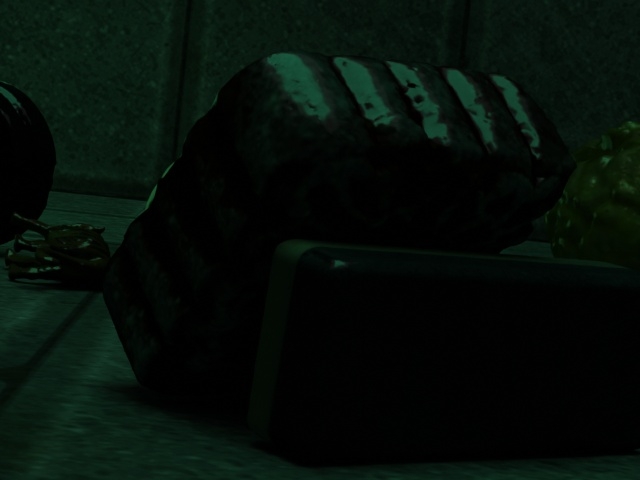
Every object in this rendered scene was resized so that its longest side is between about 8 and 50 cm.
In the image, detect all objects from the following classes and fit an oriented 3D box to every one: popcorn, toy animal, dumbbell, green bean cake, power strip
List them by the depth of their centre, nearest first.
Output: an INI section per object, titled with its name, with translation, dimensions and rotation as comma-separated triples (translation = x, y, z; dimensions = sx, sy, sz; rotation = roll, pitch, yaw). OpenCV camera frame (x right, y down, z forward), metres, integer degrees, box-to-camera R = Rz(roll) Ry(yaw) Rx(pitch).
[power strip]
translation = 0.084, 0.061, 0.886
dimensions = 0.257, 0.105, 0.070
rotation = 5, 10, -35
[green bean cake]
translation = 0.000, 0.000, 0.935
dimensions = 0.199, 0.232, 0.097
rotation = 5, 47, -40
[popcorn]
translation = 0.326, -0.007, 1.504
dimensions = 0.259, 0.212, 0.259
rotation = 4, 17, -1
[toy animal]
translation = -0.237, 0.008, 1.509
dimensions = 0.099, 0.056, 0.241
rotation = 5, 3, -14
[dumbbell]
translation = -0.404, -0.079, 1.599
dimensions = 0.185, 0.185, 0.388
rotation = 8, 5, 22

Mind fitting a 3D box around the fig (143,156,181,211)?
[fig]
translation = -0.081, -0.026, 1.517
dimensions = 0.167, 0.167, 0.233
rotation = 2, 13, -46
